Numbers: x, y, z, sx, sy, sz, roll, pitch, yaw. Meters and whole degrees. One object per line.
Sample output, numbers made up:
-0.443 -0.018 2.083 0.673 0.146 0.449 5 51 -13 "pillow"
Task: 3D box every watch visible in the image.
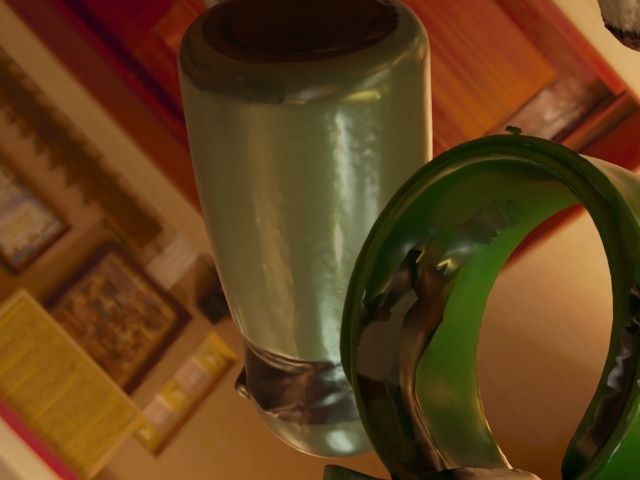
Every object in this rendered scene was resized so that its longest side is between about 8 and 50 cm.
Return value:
0.089 0.046 0.413 0.165 0.131 0.152 -1 -103 51 "watch"

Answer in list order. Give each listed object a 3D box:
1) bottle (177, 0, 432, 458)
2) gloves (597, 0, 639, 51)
0.002 0.001 0.906 0.168 0.347 0.168 -4 -147 3 "bottle"
0.133 -0.193 0.493 0.131 0.219 0.140 -16 -155 21 "gloves"
